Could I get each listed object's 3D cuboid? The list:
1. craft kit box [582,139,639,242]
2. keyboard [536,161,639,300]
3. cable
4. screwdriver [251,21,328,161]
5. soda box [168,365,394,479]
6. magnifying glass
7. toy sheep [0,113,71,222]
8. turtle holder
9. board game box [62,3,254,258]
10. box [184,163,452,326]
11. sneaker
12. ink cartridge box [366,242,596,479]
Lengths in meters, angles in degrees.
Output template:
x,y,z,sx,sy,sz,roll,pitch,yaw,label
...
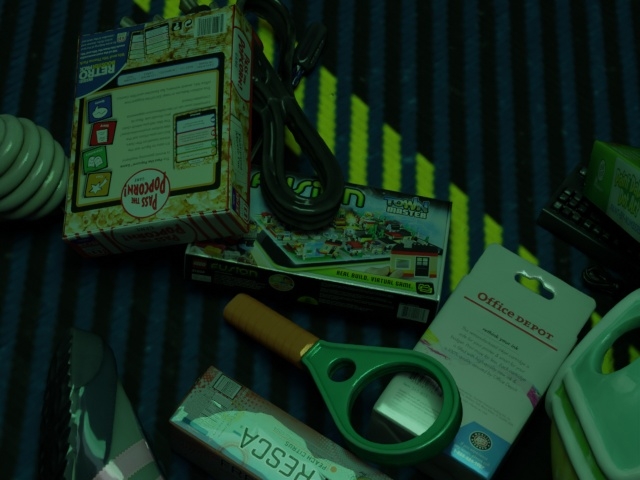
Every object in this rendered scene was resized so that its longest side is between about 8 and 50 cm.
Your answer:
x,y,z,sx,sy,sz,roll,pitch,yaw,label
0.355,-0.016,1.113,0.246,0.250,0.061,12,103,-6,craft kit box
0.273,0.011,1.214,0.180,0.023,0.108,33,63,15,keyboard
-0.050,-0.119,1.237,0.139,0.072,0.287,-19,61,-31,cable
-0.033,-0.126,1.276,0.024,0.025,0.170,22,70,8,screwdriver
-0.026,0.172,1.073,0.183,0.063,0.058,31,63,14,soda box
0.011,0.098,1.093,0.231,0.026,0.092,28,63,39,magnifying glass
-0.253,-0.060,1.162,0.091,0.132,0.091,-21,52,29,toy sheep
0.269,0.176,1.023,0.227,0.320,0.243,42,21,33,turtle holder
-0.131,-0.090,1.166,0.146,0.045,0.194,-8,63,17,board game box
0.000,0.000,1.179,0.207,0.036,0.114,10,48,1,box
-0.131,0.213,1.033,0.131,0.112,0.319,2,61,-23,sneaker
0.129,0.102,1.126,0.104,0.061,0.181,31,63,14,ink cartridge box
